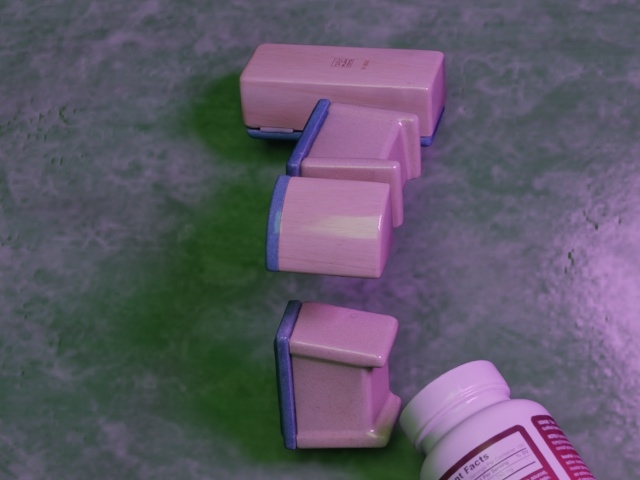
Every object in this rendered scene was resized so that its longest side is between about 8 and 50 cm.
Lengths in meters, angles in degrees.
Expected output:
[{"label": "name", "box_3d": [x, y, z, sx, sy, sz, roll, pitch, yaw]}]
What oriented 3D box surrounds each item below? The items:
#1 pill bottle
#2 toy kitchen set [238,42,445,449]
[{"label": "pill bottle", "box_3d": [0.110, 0.145, 1.049, 0.086, 0.086, 0.152, -32, 65, -2]}, {"label": "toy kitchen set", "box_3d": [0.000, 0.000, 1.147, 0.122, 0.166, 0.207, 4, 32, 13]}]
